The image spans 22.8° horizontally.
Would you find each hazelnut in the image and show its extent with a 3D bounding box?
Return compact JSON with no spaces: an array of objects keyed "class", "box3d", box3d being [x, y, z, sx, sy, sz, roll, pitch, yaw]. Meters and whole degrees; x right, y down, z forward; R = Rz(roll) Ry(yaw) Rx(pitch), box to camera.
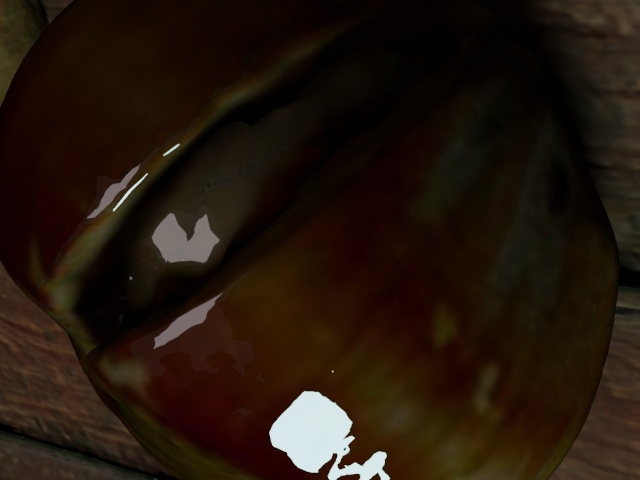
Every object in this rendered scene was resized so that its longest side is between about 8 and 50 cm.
[{"class":"hazelnut","box3d":[0.000,0.000,0.603,0.251,0.217,0.217,51,138,-3]}]

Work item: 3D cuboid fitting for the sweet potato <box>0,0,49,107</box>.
[{"class":"sweet potato","box3d":[-0.200,-0.195,0.755,0.114,0.092,0.341,6,117,24]}]
